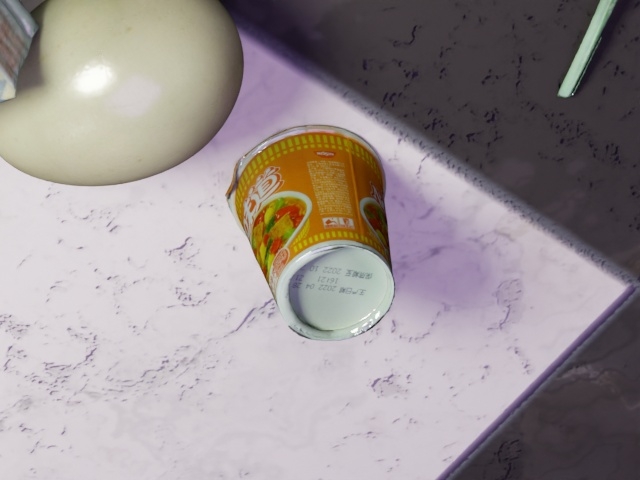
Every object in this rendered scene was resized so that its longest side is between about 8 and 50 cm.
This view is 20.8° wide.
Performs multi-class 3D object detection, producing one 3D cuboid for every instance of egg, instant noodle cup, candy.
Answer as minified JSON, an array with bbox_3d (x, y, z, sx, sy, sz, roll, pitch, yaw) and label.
[{"bbox_3d":[-0.191,-0.144,1.583,0.253,0.188,0.188,-23,125,10],"label":"egg"},{"bbox_3d":[0.000,0.000,1.719,0.168,0.185,0.168,-5,124,-7],"label":"instant noodle cup"},{"bbox_3d":[0.292,-0.269,1.670,0.093,0.092,0.335,-22,144,-42],"label":"candy"}]

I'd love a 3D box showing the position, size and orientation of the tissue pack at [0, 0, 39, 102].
[{"bbox_3d":[-0.416,-0.223,1.446,0.228,0.128,0.311,-18,129,25],"label":"tissue pack"}]
